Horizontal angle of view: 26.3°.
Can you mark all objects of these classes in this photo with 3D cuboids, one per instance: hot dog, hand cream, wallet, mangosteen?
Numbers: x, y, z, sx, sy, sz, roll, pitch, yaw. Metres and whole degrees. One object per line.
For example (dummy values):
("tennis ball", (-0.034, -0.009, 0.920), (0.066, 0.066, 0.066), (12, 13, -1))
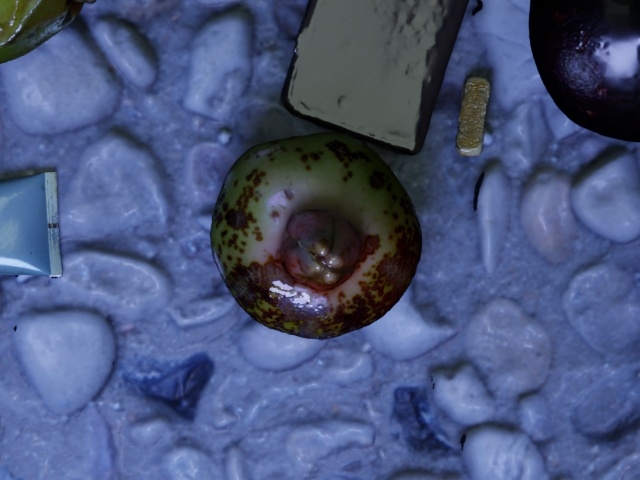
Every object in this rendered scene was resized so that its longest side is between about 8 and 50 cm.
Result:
("hot dog", (0.160, -0.128, 1.445), (0.030, 0.034, 0.090), (8, 72, 6))
("hand cream", (-0.424, -0.011, 1.404), (0.312, 0.070, 0.111), (-2, 91, -12))
("wallet", (0.075, -0.256, 1.429), (0.165, 0.042, 0.309), (18, 92, -6))
("mangosteen", (0.346, -0.216, 1.332), (0.288, 0.287, 0.233), (6, 117, -4))

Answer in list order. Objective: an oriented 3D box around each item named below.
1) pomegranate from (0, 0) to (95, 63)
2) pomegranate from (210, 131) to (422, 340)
("pomegranate", (-0.357, -0.312, 1.304), (0.341, 0.260, 0.260), (37, 89, 13))
("pomegranate", (0.000, 0.000, 1.332), (0.214, 0.248, 0.214), (-1, 98, -7))
